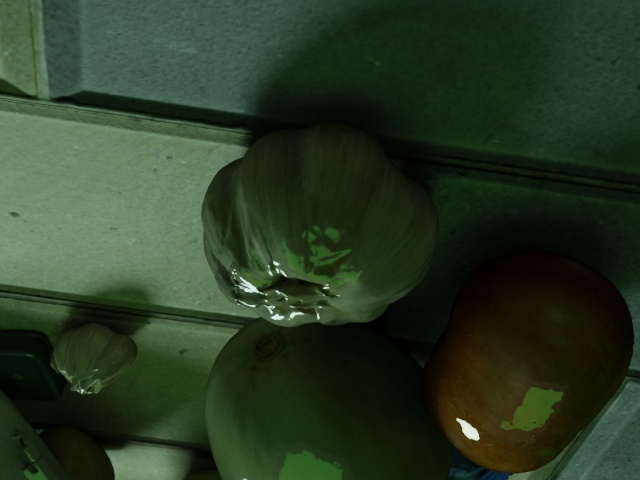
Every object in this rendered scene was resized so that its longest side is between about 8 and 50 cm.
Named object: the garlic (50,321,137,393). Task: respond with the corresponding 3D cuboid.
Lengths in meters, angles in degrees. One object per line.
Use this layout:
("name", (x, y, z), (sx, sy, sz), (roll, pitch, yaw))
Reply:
("garlic", (-0.266, 0.132, 1.303), (0.113, 0.094, 0.074), (-12, 100, 30))

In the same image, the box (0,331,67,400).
("box", (-0.366, 0.155, 1.380), (0.091, 0.031, 0.126), (1, 144, 5))

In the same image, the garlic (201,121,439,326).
("garlic", (-0.004, 0.000, 1.035), (0.228, 0.152, 0.228), (-1, 140, -1))

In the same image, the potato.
("potato", (-0.337, 0.309, 1.526), (0.112, 0.112, 0.147), (-6, 133, 14))

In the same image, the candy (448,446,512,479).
("candy", (0.091, 0.288, 1.474), (0.331, 0.077, 0.187), (13, 149, -10))

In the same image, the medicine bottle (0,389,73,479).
("medicine bottle", (-0.402, 0.351, 1.443), (0.282, 0.123, 0.375), (-19, 111, 46))

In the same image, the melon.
("melon", (0.008, 0.210, 1.230), (0.308, 0.272, 0.272), (44, 131, -13))

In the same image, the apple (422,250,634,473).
("apple", (0.196, 0.117, 1.124), (0.173, 0.210, 0.235), (33, 107, 2))

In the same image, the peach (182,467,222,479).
("peach", (-0.116, 0.462, 1.559), (0.316, 0.281, 0.314), (0, 149, 19))
